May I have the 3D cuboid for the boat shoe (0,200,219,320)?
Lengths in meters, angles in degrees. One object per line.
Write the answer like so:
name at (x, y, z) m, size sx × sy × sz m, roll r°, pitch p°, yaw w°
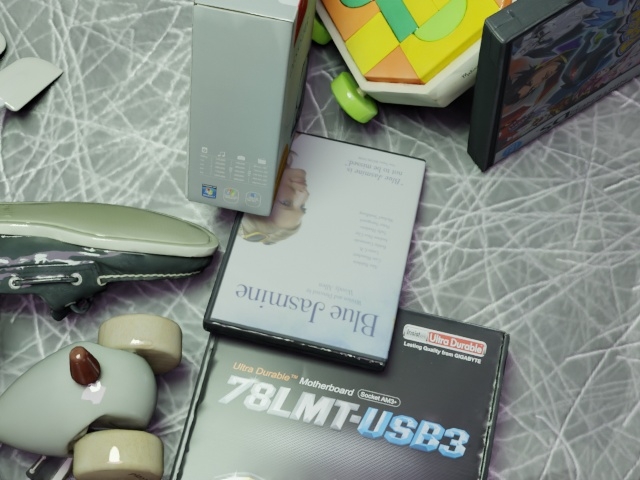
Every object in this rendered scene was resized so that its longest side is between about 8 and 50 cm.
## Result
boat shoe at (-0.276, 0.025, 1.038) m, size 0.340 × 0.127 × 0.113 m, roll 3°, pitch 107°, yaw -16°

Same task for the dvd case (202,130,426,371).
dvd case at (0.000, 0.000, 1.045) m, size 0.180 × 0.022 × 0.253 m, roll 13°, pitch 57°, yaw 2°

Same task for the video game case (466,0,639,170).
video game case at (0.260, -0.193, 1.002) m, size 0.248 × 0.275 × 0.035 m, roll -31°, pitch 71°, yaw -6°

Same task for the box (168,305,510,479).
box at (0.015, 0.200, 1.006) m, size 0.295 × 0.073 × 0.293 m, roll 14°, pitch 71°, yaw 1°

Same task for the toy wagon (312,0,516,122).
toy wagon at (0.085, -0.295, 1.063) m, size 0.267 × 0.068 × 0.344 m, roll -38°, pitch 57°, yaw 21°

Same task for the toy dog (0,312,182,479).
toy dog at (-0.289, 0.150, 0.954) m, size 0.333 × 0.161 × 0.220 m, roll -25°, pitch 56°, yaw 1°

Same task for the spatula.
spatula at (-0.406, -0.158, 1.064) m, size 0.168 × 0.019 × 0.242 m, roll 35°, pitch 49°, yaw 1°

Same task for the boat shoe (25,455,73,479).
boat shoe at (-0.249, 0.195, 1.039) m, size 0.038 × 0.046 × 0.125 m, roll 34°, pitch 89°, yaw 1°

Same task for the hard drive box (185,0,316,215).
hard drive box at (-0.063, -0.171, 0.988) m, size 0.089 × 0.232 × 0.181 m, roll 11°, pitch 47°, yaw 2°
